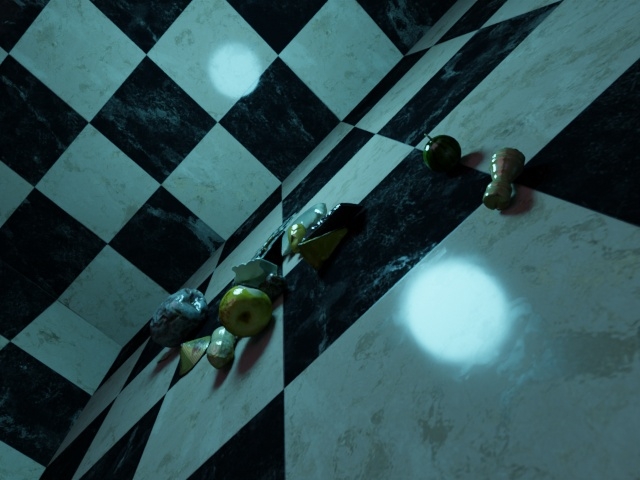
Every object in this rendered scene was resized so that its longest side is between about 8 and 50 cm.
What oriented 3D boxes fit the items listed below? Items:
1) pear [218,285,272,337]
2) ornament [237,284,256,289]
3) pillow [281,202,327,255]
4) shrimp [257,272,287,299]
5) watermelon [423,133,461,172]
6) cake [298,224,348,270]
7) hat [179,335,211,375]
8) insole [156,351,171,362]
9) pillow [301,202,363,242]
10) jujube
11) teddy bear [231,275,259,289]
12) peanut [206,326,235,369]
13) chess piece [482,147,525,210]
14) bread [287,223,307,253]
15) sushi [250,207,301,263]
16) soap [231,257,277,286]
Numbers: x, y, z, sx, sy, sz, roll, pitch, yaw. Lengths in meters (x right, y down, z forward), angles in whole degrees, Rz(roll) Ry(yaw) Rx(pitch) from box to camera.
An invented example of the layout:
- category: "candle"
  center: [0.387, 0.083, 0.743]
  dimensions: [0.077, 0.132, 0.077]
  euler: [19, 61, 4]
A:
- category: "pear"
  center: [-0.237, 0.220, 1.407]
  dimensions: [0.178, 0.178, 0.178]
  euler: [-43, 16, 16]
- category: "ornament"
  center: [-0.278, 0.237, 1.558]
  dimensions: [0.081, 0.074, 0.156]
  euler: [24, 105, 41]
- category: "pillow"
  center: [-0.070, -0.046, 1.772]
  dimensions: [0.254, 0.078, 0.144]
  euler: [-43, 21, 19]
- category: "shrimp"
  center: [-0.188, 0.177, 1.555]
  dimensions: [0.233, 0.079, 0.090]
  euler: [-41, 31, 48]
- category: "watermelon"
  center: [0.315, -0.229, 1.158]
  dimensions: [0.109, 0.109, 0.109]
  euler: [-43, 16, 16]
- category: "cake"
  center: [-0.001, 0.000, 1.432]
  dimensions: [0.185, 0.116, 0.079]
  euler: [-56, 16, -13]
- category: "hat"
  center: [-0.532, 0.443, 1.792]
  dimensions: [0.193, 0.082, 0.193]
  euler: [-43, 17, 17]
- category: "insole"
  center: [-0.800, 0.592, 2.261]
  dimensions: [0.192, 0.010, 0.063]
  euler: [-28, 25, 51]
- category: "pillow"
  center: [0.040, -0.059, 1.489]
  dimensions: [0.208, 0.055, 0.141]
  euler: [-40, -17, 33]
- category: "jujube"
  center: [-0.687, 0.374, 2.149]
  dimensions: [0.317, 0.226, 0.226]
  euler: [-46, 15, 23]
- category: "teddy bear"
  center: [-0.308, 0.193, 1.758]
  dimensions: [0.213, 0.111, 0.133]
  euler: [-50, 12, -16]
- category: "peanut"
  center: [-0.326, 0.349, 1.469]
  dimensions: [0.087, 0.087, 0.207]
  euler: [-45, 15, 7]
- category: "chess piece"
  center: [0.356, -0.118, 0.868]
  dimensions: [0.066, 0.066, 0.122]
  euler: [-25, 31, 53]
- category: "bread"
  center: [-0.089, -0.008, 1.679]
  dimensions: [0.082, 0.056, 0.115]
  euler: [-29, 64, 28]
- category: "sushi"
  center: [-0.211, 0.043, 1.969]
  dimensions: [0.320, 0.069, 0.339]
  euler: [-55, 12, -32]
- category: "soap"
  center: [-0.227, 0.119, 1.595]
  dimensions: [0.114, 0.063, 0.198]
  euler: [-18, -14, 9]
